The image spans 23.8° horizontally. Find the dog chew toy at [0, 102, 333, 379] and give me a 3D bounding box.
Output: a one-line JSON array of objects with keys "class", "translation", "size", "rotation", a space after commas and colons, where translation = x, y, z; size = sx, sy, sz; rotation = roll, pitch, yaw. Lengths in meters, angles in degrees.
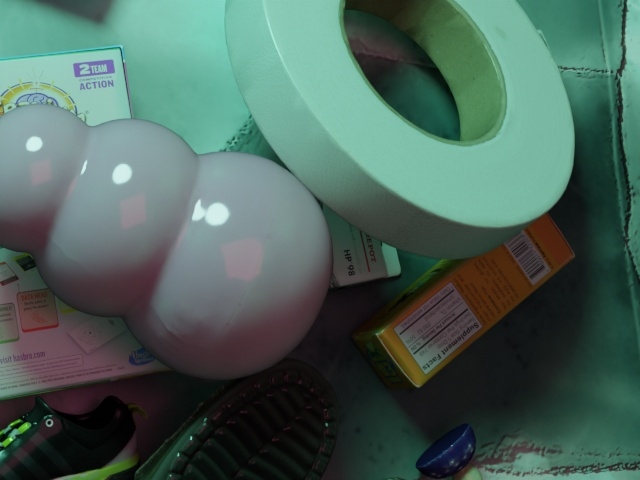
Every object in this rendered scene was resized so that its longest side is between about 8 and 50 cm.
[{"class": "dog chew toy", "translation": [-0.157, -0.011, 1.325], "size": [0.331, 0.206, 0.207], "rotation": [25, 74, -19]}]

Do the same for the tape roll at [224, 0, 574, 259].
[{"class": "tape roll", "translation": [0.086, -0.165, 1.490], "size": [0.392, 0.072, 0.392], "rotation": [22, 49, -28]}]

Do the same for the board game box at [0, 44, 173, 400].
[{"class": "board game box", "translation": [-0.282, -0.013, 1.425], "size": [0.242, 0.064, 0.317], "rotation": [-8, 88, -19]}]

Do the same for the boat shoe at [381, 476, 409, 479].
[{"class": "boat shoe", "translation": [0.110, 0.397, 1.485], "size": [0.112, 0.095, 0.335], "rotation": [-17, 87, -20]}]

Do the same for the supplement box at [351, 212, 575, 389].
[{"class": "supplement box", "translation": [0.147, 0.057, 1.561], "size": [0.233, 0.078, 0.080], "rotation": [-36, 97, -19]}]

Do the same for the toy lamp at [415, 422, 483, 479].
[{"class": "toy lamp", "translation": [0.207, 0.313, 1.543], "size": [0.080, 0.080, 0.275], "rotation": [-38, 92, -20]}]

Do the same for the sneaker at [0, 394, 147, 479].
[{"class": "sneaker", "translation": [-0.274, 0.188, 1.391], "size": [0.234, 0.084, 0.097], "rotation": [-6, 105, -30]}]

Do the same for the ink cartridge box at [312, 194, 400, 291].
[{"class": "ink cartridge box", "translation": [0.000, 0.000, 1.529], "size": [0.180, 0.060, 0.104], "rotation": [-12, 85, -20]}]

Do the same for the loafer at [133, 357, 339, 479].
[{"class": "loafer", "translation": [-0.135, 0.248, 1.399], "size": [0.366, 0.130, 0.134], "rotation": [-46, 111, -12]}]
